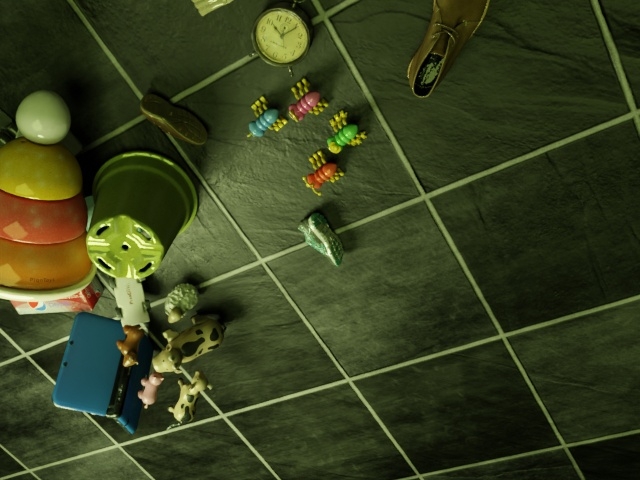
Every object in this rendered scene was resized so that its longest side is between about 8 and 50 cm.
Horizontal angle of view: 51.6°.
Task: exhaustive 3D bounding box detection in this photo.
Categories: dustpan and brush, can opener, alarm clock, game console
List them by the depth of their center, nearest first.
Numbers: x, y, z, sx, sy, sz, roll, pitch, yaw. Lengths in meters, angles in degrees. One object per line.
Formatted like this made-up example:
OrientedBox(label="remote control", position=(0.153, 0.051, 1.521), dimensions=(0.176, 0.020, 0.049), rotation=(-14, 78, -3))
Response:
OrientedBox(label="alarm clock", position=(-0.073, -0.460, 1.421), dimensions=(0.129, 0.064, 0.192), rotation=(24, 128, -6))
OrientedBox(label="dustpan and brush", position=(-0.735, -0.226, 1.679), dimensions=(0.060, 0.211, 0.147), rotation=(5, 136, 54))
OrientedBox(label="can opener", position=(-0.808, -0.264, 1.725), dimensions=(0.283, 0.076, 0.095), rotation=(44, 154, -19))
OrientedBox(label="game console", position=(-0.632, 0.393, 1.962), dimensions=(0.173, 0.293, 0.250), rotation=(1, 146, 6))

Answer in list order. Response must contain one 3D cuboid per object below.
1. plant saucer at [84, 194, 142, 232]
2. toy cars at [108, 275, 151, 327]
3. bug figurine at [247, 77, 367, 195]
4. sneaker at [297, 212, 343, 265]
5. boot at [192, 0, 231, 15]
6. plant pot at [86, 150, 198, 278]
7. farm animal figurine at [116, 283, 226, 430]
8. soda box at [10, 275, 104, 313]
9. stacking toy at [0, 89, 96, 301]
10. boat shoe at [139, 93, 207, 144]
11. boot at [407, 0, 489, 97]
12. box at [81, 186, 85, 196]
OrientedBox(label="plant saucer", position=(-0.587, -0.050, 1.819), dimensions=(0.194, 0.037, 0.195), rotation=(-3, 123, -5))
OrientedBox(label="toy cars", position=(-0.636, 0.089, 1.911), dimensions=(0.393, 0.087, 0.176), rotation=(39, 87, -18))
OrientedBox(label="bug figurine", position=(-0.032, -0.246, 1.559), dimensions=(0.279, 0.072, 0.216), rotation=(40, 123, -16))
OrientedBox(label="sneaker", position=(0.000, 0.000, 1.745), dimensions=(0.076, 0.065, 0.166), rotation=(-11, 120, 38))
OrientedBox(label="boot", position=(-0.182, -0.555, 1.216), dimensions=(0.262, 0.095, 0.203), rotation=(-25, 115, 28))
OrientedBox(label="plant pot", position=(-0.460, -0.045, 1.651), dimensions=(0.276, 0.254, 0.276), rotation=(-1, 124, -1))
OrientedBox(label="farm animal figurine", position=(-0.399, 0.338, 1.897), dimensions=(0.172, 0.327, 0.330), rotation=(11, 140, 58))
OrientedBox(label="soda box", position=(-0.797, 0.158, 1.993), dimensions=(0.263, 0.092, 0.083), rotation=(-5, 126, 15))
OrientedBox(label="stacking toy", position=(-0.676, -0.126, 1.584), dimensions=(0.350, 0.351, 0.480), rotation=(20, 111, -3))
OrientedBox(label="boat shoe", position=(-0.357, -0.288, 1.611), dimensions=(0.178, 0.064, 0.060), rotation=(31, 156, -9))
OrientedBox(label="boot", position=(0.264, -0.428, 1.343), dimensions=(0.112, 0.115, 0.305), rotation=(21, 125, -1))
OrientedBox(label="box", position=(-0.733, -0.134, 1.793), dimensions=(0.168, 0.059, 0.054), rotation=(3, 123, 9))
